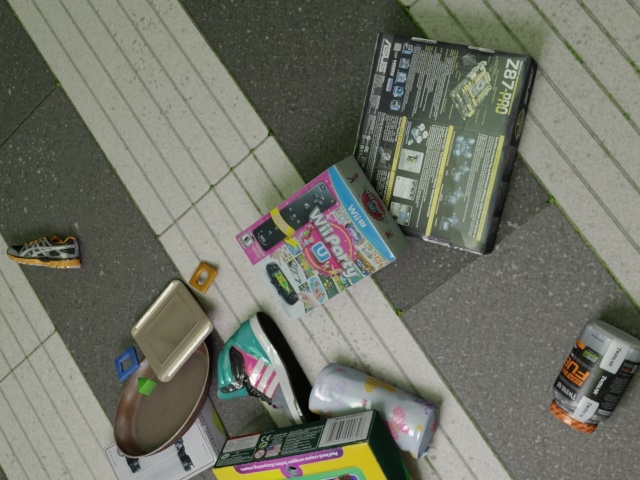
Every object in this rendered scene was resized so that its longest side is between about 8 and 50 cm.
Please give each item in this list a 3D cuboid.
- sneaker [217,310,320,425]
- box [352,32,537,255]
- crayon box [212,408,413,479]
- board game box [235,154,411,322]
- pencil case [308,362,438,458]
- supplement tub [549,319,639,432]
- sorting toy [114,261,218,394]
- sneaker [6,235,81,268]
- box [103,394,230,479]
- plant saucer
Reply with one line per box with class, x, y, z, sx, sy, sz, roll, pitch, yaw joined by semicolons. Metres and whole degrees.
sneaker;-0.135;0.327;1.775;0.178;0.123;0.296;-34;70;16
box;0.231;-0.198;1.612;0.318;0.097;0.395;15;98;25
crayon box;0.008;0.530;1.664;0.362;0.106;0.313;-16;114;24
board game box;0.000;0.000;1.644;0.303;0.097;0.224;-34;89;32
pencil case;0.110;0.356;1.676;0.273;0.113;0.124;18;104;22
supplement tub;0.511;0.254;1.490;0.117;0.117;0.191;28;102;21
sorting toy;-0.342;0.211;1.877;0.348;0.047;0.196;-50;47;3
sneaker;-0.708;0.026;2.052;0.214;0.084;0.083;4;91;15
box;-0.361;0.501;1.905;0.290;0.087;0.169;-34;78;22
plant saucer;-0.355;0.360;1.840;0.310;0.050;0.311;-28;39;26
